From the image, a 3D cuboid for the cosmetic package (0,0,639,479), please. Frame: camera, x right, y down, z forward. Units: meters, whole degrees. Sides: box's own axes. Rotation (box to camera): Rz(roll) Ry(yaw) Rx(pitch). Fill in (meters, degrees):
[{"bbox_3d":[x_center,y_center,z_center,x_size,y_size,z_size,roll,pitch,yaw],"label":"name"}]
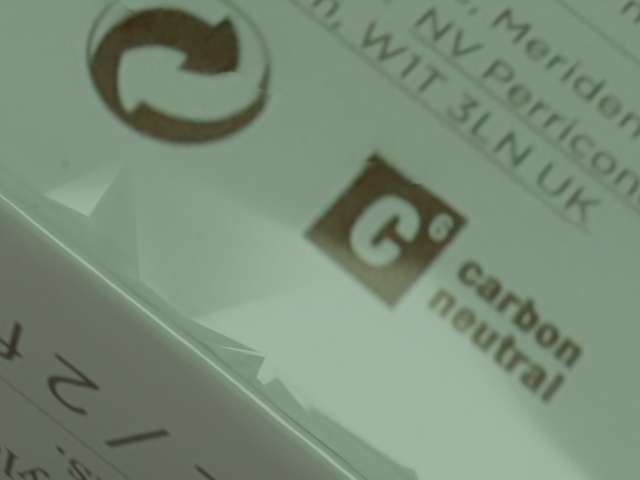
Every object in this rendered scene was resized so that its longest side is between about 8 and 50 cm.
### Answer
[{"bbox_3d":[0.000,0.000,0.567,0.329,0.393,0.327,38,59,8],"label":"cosmetic package"}]
